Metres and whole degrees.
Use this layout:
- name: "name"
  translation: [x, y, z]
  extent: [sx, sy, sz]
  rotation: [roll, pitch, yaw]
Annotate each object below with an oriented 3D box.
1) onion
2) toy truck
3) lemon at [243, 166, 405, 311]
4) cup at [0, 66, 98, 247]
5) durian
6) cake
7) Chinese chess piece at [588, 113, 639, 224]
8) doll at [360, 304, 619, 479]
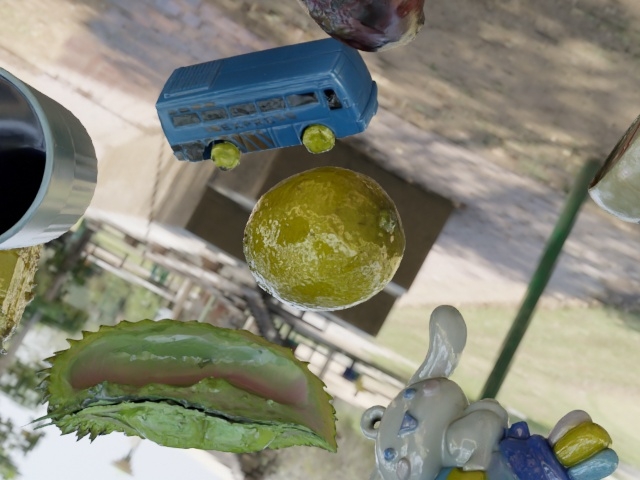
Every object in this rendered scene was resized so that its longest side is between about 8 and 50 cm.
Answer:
- name: "onion"
  translation: [0.071, -0.416, 1.717]
  extent: [0.252, 0.219, 0.252]
  rotation: [44, 178, 2]
- name: "toy truck"
  translation: [-0.095, -0.244, 1.945]
  extent: [0.385, 0.161, 0.162]
  rotation: [-6, 129, 22]
- name: "lemon"
  translation: [0.000, 0.000, 1.866]
  extent: [0.320, 0.245, 0.245]
  rotation: [-15, 144, 39]
- name: "cup"
  translation: [-0.496, -0.089, 1.564]
  extent: [0.256, 0.331, 0.311]
  rotation: [54, -178, 1]
- name: "durian"
  translation: [-0.151, 0.173, 1.279]
  extent: [0.352, 0.158, 0.169]
  rotation: [8, 175, -2]
- name: "cake"
  translation: [-0.663, 0.065, 2.049]
  extent: [0.228, 0.286, 0.222]
  rotation: [13, 166, -3]
- name: "Chinese chess piece"
  translation: [0.525, -0.143, 1.704]
  extent: [0.103, 0.249, 0.250]
  rotation: [36, 174, 5]
- name: "doll"
  translation: [0.198, 0.314, 1.512]
  extent: [0.366, 0.376, 0.187]
  rotation: [25, -170, 35]
